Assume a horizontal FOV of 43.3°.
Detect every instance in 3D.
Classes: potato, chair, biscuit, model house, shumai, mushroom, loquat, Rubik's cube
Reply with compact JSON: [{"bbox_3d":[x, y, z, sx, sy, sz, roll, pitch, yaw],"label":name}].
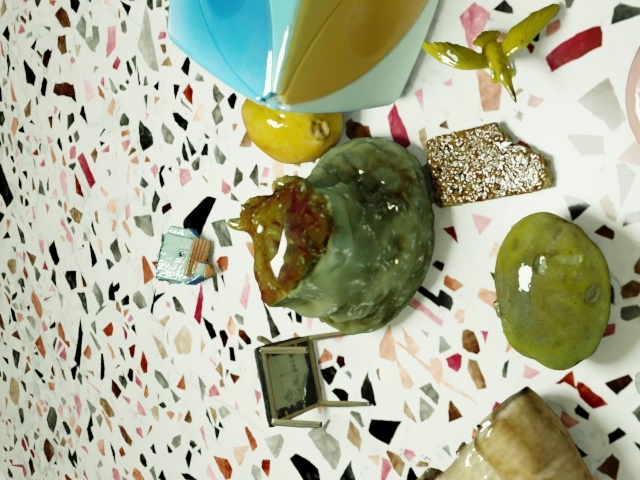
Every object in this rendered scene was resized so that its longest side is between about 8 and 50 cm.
[{"bbox_3d":[0.357,0.080,1.261,0.197,0.148,0.228,43,130,49],"label":"potato"},{"bbox_3d":[-0.057,0.292,1.702,0.272,0.166,0.188,-10,90,46],"label":"chair"},{"bbox_3d":[0.281,-0.133,1.378,0.236,0.026,0.131,-9,93,47],"label":"biscuit"},{"bbox_3d":[-0.309,0.049,1.968,0.148,0.119,0.148,14,85,18],"label":"model house"},{"bbox_3d":[0.000,0.000,1.475,0.324,0.323,0.398,47,123,28],"label":"shumai"},{"bbox_3d":[0.369,0.472,1.308,0.397,0.224,0.314,47,113,20],"label":"mushroom"},{"bbox_3d":[-0.057,-0.241,1.588,0.234,0.187,0.176,31,89,46],"label":"loquat"},{"bbox_3d":[-0.026,-0.440,1.397,0.351,0.347,0.352,35,121,36],"label":"Rubik's cube"}]

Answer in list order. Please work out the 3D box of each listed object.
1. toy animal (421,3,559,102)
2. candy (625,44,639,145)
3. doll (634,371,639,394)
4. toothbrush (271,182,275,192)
[{"bbox_3d":[0.293,-0.285,1.292,0.219,0.095,0.155,-22,81,14],"label":"toy animal"},{"bbox_3d":[0.528,-0.203,1.065,0.255,0.094,0.255,11,105,44],"label":"candy"},{"bbox_3d":[0.525,0.243,1.148,0.106,0.110,0.181,-24,76,5],"label":"doll"},{"bbox_3d":[-0.042,0.014,1.729,0.023,0.031,0.321,-38,71,41],"label":"toothbrush"}]
